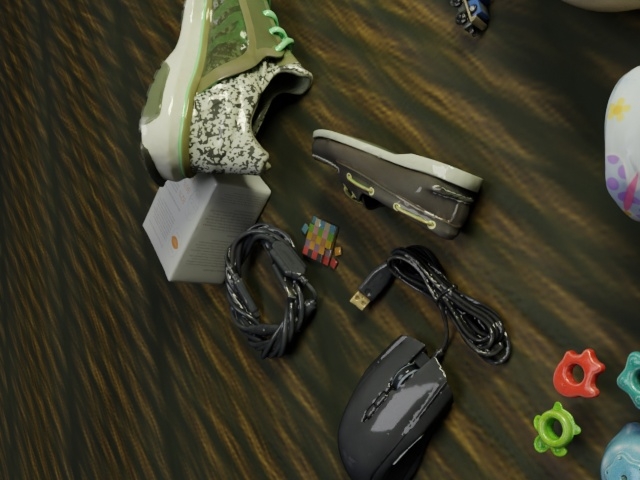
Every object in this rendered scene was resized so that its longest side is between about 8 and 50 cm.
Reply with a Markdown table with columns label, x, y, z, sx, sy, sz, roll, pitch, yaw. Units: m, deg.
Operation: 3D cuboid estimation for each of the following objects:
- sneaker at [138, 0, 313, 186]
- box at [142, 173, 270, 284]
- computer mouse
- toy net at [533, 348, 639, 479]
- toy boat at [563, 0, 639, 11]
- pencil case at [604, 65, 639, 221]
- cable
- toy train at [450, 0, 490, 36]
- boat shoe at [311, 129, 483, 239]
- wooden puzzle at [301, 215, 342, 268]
| label | x | y | z | sx | sy | sz | roll | pitch | yaw |
| --- | --- | --- | --- | --- | --- | --- | --- | --- | --- |
| sneaker | -0.092 | -0.245 | 0.938 | 0.158 | 0.182 | 0.411 | 93 | -170 | -72 |
| box | -0.165 | -0.043 | 1.009 | 0.170 | 0.091 | 0.130 | -59 | 45 | 26 |
| computer mouse | 0.061 | 0.131 | 0.732 | 0.184 | 0.060 | 0.262 | 53 | 124 | 39 |
| toy net | 0.252 | 0.089 | 0.520 | 0.122 | 0.045 | 0.232 | 42 | 115 | 47 |
| toy boat | 0.211 | -0.321 | 0.485 | 0.318 | 0.148 | 0.268 | 77 | 176 | -56 |
| pencil case | 0.309 | -0.066 | 0.410 | 0.273 | 0.113 | 0.124 | 2 | 45 | 51 |
| cable | -0.072 | 0.063 | 0.924 | 0.184 | 0.047 | 0.151 | 47 | 125 | 40 |
| toy train | 0.143 | -0.277 | 0.717 | 0.036 | 0.027 | 0.158 | -24 | 66 | 35 |
| boat shoe | 0.062 | -0.064 | 0.741 | 0.227 | 0.081 | 0.069 | 25 | 101 | 47 |
| wooden puzzle | 0.000 | 0.000 | 0.867 | 0.083 | 0.006 | 0.049 | 25 | 105 | 49 |
